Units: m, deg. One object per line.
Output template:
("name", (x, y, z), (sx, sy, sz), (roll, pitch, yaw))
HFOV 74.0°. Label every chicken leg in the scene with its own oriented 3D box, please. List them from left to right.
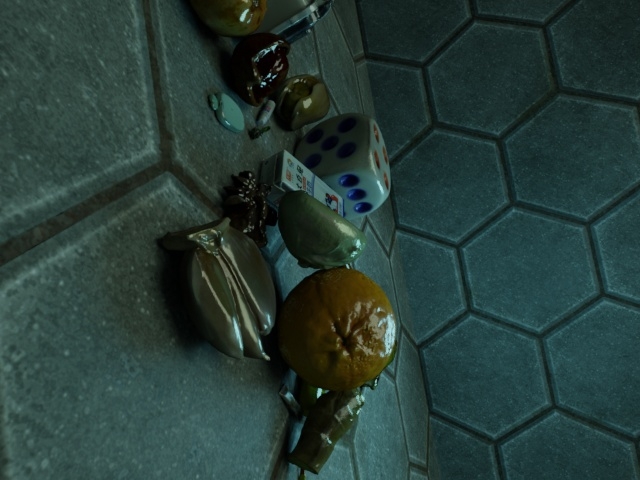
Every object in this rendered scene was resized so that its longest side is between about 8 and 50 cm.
("chicken leg", (0.268, 0.496, 1.900), (0.361, 0.140, 0.212), (-24, 110, -72))

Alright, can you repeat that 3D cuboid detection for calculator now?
("calculator", (-0.252, -0.350, 1.160), (0.153, 0.021, 0.095), (25, 56, -69))

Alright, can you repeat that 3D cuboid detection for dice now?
("dice", (0.085, -0.269, 1.586), (0.277, 0.304, 0.304), (55, 31, -46))

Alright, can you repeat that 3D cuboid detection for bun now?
("bun", (-0.016, -0.010, 1.187), (0.179, 0.283, 0.283), (-55, 151, 0))

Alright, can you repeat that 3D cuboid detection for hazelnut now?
("hazelnut", (-0.172, -0.487, 1.219), (0.170, 0.160, 0.202), (-27, 134, -48))

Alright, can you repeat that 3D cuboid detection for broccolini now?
("broccolini", (-0.186, -0.344, 1.323), (0.035, 0.030, 0.140), (66, 21, -19))

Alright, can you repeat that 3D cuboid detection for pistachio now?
("pistachio", (-0.068, -0.498, 1.543), (0.166, 0.197, 0.288), (37, 33, 11))

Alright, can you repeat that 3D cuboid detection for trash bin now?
("trash bin", (-0.158, -0.777, 1.259), (0.368, 0.296, 0.256), (57, 22, -28))

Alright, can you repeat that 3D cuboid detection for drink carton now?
("drink carton", (-0.054, -0.141, 1.362), (0.315, 0.106, 0.131), (34, 45, -42))

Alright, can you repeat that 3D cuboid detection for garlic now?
("garlic", (-0.197, 0.099, 0.918), (0.325, 0.132, 0.279), (70, 23, -15))

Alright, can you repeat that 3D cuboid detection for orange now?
("orange", (0.047, 0.244, 1.175), (0.293, 0.340, 0.341), (176, -98, -79))

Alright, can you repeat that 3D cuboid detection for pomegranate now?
("pomegranate", (-0.237, -0.628, 1.102), (0.207, 0.207, 0.207), (-11, 90, -69))

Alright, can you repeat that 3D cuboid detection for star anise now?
("star anise", (-0.174, -0.076, 1.114), (0.214, 0.099, 0.220), (23, 58, -63))

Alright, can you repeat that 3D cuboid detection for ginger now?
("ginger", (0.016, 0.505, 1.166), (0.263, 0.109, 0.116), (-48, 132, -29))

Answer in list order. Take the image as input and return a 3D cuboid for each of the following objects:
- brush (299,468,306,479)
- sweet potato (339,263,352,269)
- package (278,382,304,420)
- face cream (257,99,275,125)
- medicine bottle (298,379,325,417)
("brush", (-0.049, 0.650, 1.173), (0.021, 0.018, 0.083), (63, 25, -58))
("sweet potato", (0.105, 0.117, 1.787), (0.057, 0.057, 0.265), (-63, 138, -58))
("package", (-0.080, 0.449, 1.179), (0.110, 0.015, 0.037), (60, 37, -16))
("face cream", (-0.176, -0.408, 1.368), (0.130, 0.034, 0.034), (-77, 149, -46))
("medicine bottle", (-0.015, 0.411, 1.317), (0.095, 0.064, 0.261), (46, 36, -31))
